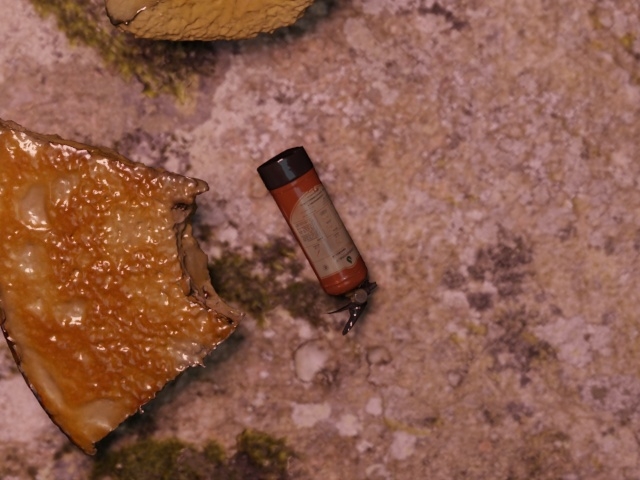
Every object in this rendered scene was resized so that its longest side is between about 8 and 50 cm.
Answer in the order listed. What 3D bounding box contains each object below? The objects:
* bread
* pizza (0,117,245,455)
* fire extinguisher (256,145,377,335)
[{"bbox_3d":[-0.063,-0.264,1.320,0.251,0.174,0.133,-28,146,15],"label":"bread"},{"bbox_3d":[-0.190,0.027,1.397,0.223,0.089,0.323,-13,104,4],"label":"pizza"},{"bbox_3d":[0.000,0.000,1.425,0.062,0.050,0.177,-33,103,-24],"label":"fire extinguisher"}]
